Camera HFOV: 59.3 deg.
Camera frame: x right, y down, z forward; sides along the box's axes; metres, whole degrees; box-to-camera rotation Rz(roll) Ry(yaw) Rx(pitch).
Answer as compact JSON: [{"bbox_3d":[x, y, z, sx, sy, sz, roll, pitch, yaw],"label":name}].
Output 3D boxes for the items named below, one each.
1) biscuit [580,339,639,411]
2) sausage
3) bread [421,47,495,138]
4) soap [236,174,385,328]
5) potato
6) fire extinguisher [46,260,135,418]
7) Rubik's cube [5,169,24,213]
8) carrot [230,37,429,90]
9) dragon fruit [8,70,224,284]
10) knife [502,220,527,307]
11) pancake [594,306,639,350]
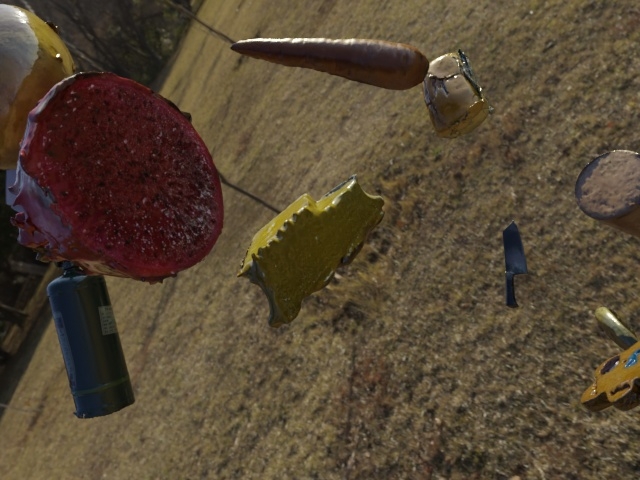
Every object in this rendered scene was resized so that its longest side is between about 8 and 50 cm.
[{"bbox_3d":[0.500,0.186,0.855,0.180,0.039,0.236,-34,-10,-40],"label":"biscuit"},{"bbox_3d":[0.557,-0.066,0.973,0.123,0.253,0.123,-21,63,47],"label":"sausage"},{"bbox_3d":[0.160,-0.178,0.689,0.072,0.053,0.106,-29,55,31],"label":"bread"},{"bbox_3d":[0.000,0.000,1.156,0.304,0.169,0.339,-37,12,8],"label":"soap"},{"bbox_3d":[-0.293,-0.145,0.523,0.137,0.137,0.176,-56,34,13],"label":"potato"},{"bbox_3d":[-0.377,0.128,0.897,0.118,0.093,0.294,166,90,-76],"label":"fire extinguisher"},{"bbox_3d":[-0.417,-0.142,1.052,0.225,0.231,0.221,-53,-10,-54],"label":"Rubik's cube"},{"bbox_3d":[0.008,-0.195,0.599,0.048,0.216,0.048,9,-90,-85],"label":"carrot"},{"bbox_3d":[-0.155,-0.033,0.401,0.111,0.153,0.153,-20,48,32],"label":"dragon fruit"},{"bbox_3d":[0.504,0.060,1.458,0.060,0.028,0.230,-6,75,25],"label":"knife"},{"bbox_3d":[0.689,0.233,1.210,0.050,0.242,0.242,-53,30,16],"label":"pancake"}]
